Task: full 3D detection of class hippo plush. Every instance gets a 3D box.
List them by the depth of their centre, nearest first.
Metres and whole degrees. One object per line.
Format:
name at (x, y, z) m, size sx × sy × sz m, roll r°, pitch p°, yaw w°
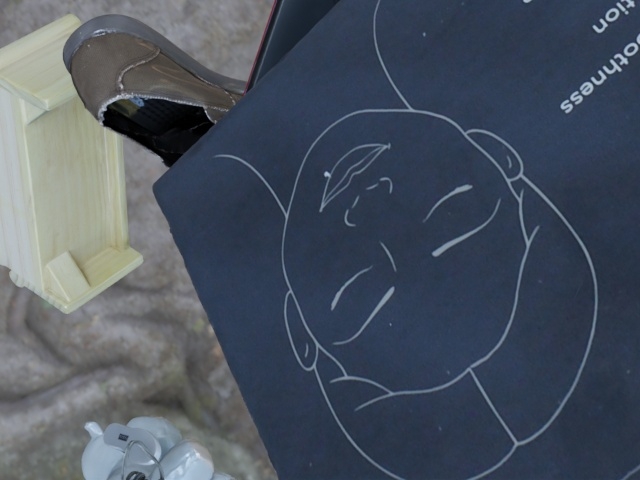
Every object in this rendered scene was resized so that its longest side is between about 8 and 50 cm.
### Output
hippo plush at (-0.305, 0.427, 2.008) m, size 0.294 × 0.236 × 0.234 m, roll -23°, pitch 118°, yaw -19°

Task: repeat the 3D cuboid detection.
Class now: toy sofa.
toy sofa at (-0.344, -0.101, 1.530) m, size 0.150 × 0.177 × 0.362 m, roll -38°, pitch 146°, yaw -39°

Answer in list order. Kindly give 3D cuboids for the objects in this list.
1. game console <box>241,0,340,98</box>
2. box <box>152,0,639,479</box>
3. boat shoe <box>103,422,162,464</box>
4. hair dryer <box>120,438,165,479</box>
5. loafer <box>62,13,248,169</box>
game console at (0.096, -0.073, 1.175) m, size 0.387 × 0.060 × 0.342 m, roll 16°, pitch 106°, yaw -20°
box at (0.201, 0.016, 0.791) m, size 0.480 × 0.471 × 0.297 m, roll -42°, pitch 137°, yaw 16°
boat shoe at (-0.269, 0.301, 1.752) m, size 0.040 × 0.142 × 0.049 m, roll 34°, pitch 76°, yaw -37°
hair dryer at (-0.259, 0.426, 1.565) m, size 0.224 × 0.293 × 0.080 m, roll -15°, pitch 178°, yaw -39°
loafer at (-0.133, -0.114, 1.348) m, size 0.366 × 0.130 × 0.134 m, roll 23°, pitch 131°, yaw -37°
